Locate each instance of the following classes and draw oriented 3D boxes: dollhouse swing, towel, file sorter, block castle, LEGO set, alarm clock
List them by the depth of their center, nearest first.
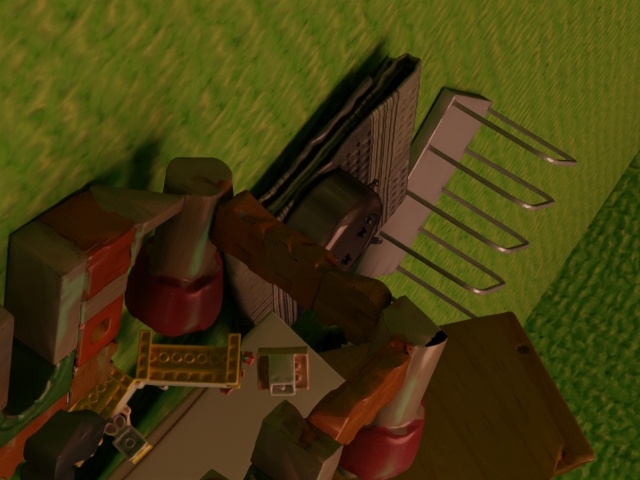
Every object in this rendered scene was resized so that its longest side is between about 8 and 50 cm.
[{"bbox_3d":[-0.144,0.162,1.031,0.453,0.303,0.212,-41,158,-41],"label":"block castle"},{"bbox_3d":[-0.147,0.155,1.306,0.287,0.132,0.107,-32,165,-6],"label":"LEGO set"},{"bbox_3d":[0.000,0.000,1.411,0.192,0.064,0.129,-18,141,-59],"label":"alarm clock"},{"bbox_3d":[-0.003,-0.032,1.540,0.312,0.056,0.324,-47,163,-21],"label":"towel"},{"bbox_3d":[0.084,0.275,1.714,0.347,0.315,0.305,-11,141,-19],"label":"dollhouse swing"},{"bbox_3d":[0.190,-0.034,1.842,0.277,0.173,0.193,-61,163,13],"label":"file sorter"}]

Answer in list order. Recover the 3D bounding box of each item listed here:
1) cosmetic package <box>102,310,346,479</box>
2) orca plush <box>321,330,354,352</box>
[{"bbox_3d":[-0.123,0.224,1.410,0.309,0.113,0.160,-46,178,-14],"label":"cosmetic package"},{"bbox_3d":[0.040,0.198,1.974,0.102,0.151,0.287,-29,174,17],"label":"orca plush"}]
